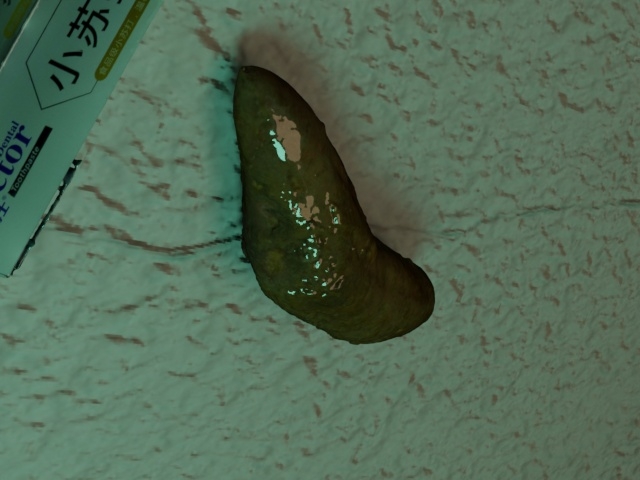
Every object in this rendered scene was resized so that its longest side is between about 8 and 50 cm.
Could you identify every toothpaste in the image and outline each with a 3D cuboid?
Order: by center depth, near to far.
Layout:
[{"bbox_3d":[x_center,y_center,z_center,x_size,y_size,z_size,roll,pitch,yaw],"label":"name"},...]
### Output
[{"bbox_3d":[-0.138,-0.134,0.861,0.089,0.071,0.313,23,100,-52],"label":"toothpaste"}]

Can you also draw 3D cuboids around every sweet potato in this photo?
[{"bbox_3d":[0.000,0.004,1.131,0.341,0.092,0.114,51,51,-55],"label":"sweet potato"}]
